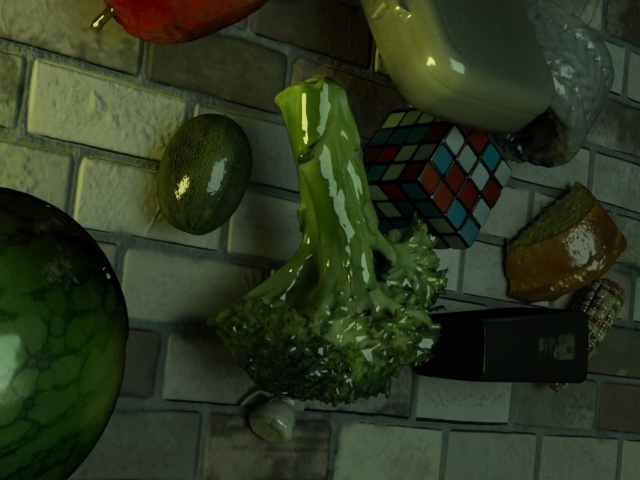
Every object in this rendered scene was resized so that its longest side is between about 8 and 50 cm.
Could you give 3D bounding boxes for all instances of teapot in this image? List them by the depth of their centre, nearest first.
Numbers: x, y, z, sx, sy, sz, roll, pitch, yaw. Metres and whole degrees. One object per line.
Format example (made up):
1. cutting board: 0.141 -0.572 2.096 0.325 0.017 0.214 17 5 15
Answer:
1. teapot: -0.064 0.227 1.689 0.083 0.064 0.064 34 55 -3

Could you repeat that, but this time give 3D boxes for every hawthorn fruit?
1. hawthorn fruit: -0.168 -0.332 1.497 0.261 0.224 0.224 -44 119 -15

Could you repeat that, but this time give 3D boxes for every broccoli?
1. broccoli: -0.003 0.026 1.582 0.353 0.274 0.397 -82 161 -45

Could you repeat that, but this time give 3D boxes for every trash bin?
1. trash bin: 0.272 0.159 1.920 0.225 0.165 0.115 4 88 -39

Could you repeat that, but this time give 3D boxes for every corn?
1. corn: 0.438 0.158 2.130 0.237 0.079 0.079 -51 122 -25

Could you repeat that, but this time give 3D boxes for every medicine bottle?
1. medicine bottle: 0.173 -0.324 1.754 0.282 0.123 0.375 11 51 -39

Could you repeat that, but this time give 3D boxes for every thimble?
1. thimble: 0.328 -0.237 1.941 0.157 0.217 0.245 -57 140 -21

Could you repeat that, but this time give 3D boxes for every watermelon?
1. watermelon: -0.362 0.118 1.234 0.363 0.363 0.363 0 90 -42

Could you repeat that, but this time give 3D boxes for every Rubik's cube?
1. Rubik's cube: 0.156 -0.091 1.818 0.151 0.154 0.155 49 60 -32

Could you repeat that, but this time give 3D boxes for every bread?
1. bread: 0.421 0.006 2.070 0.260 0.134 0.129 -40 114 -35

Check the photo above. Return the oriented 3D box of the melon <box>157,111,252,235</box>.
1. melon: -0.144 -0.088 1.574 0.114 0.114 0.167 32 69 -37
